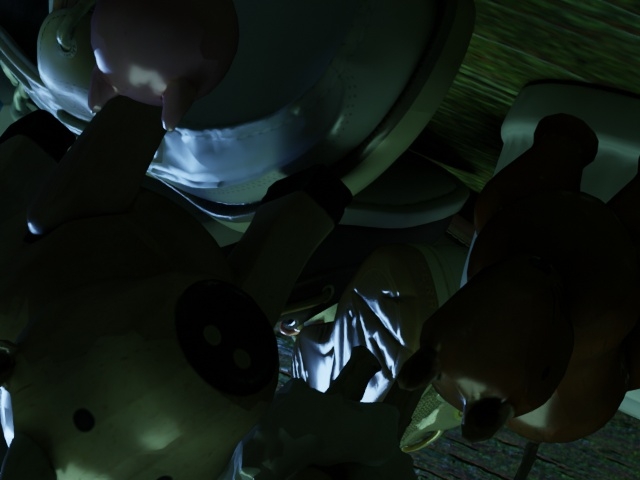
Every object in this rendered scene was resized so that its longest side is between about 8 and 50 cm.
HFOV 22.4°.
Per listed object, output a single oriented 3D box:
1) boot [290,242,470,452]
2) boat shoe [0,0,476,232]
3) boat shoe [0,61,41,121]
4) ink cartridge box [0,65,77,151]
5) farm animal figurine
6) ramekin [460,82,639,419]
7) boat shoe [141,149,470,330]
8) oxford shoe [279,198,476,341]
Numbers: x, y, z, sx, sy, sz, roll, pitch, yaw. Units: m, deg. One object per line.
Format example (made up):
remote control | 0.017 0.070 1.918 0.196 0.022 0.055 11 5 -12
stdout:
boot | 0.098 0.066 0.909 0.203 0.095 0.262 -5 156 -19
boat shoe | -0.061 -0.078 0.639 0.103 0.113 0.302 33 166 -28
boat shoe | -0.128 -0.103 0.853 0.319 0.099 0.116 24 177 15
ink cartridge box | -0.192 -0.096 0.960 0.104 0.061 0.181 47 -151 18
farm animal figurine | -0.077 0.005 0.476 0.330 0.172 0.327 34 149 -4
ramekin | 0.158 0.025 0.698 0.207 0.109 0.207 25 177 2
boat shoe | -0.036 0.003 0.939 0.116 0.096 0.324 31 -154 33
oxford shoe | 0.000 0.000 1.114 0.397 0.146 0.140 26 177 -21
